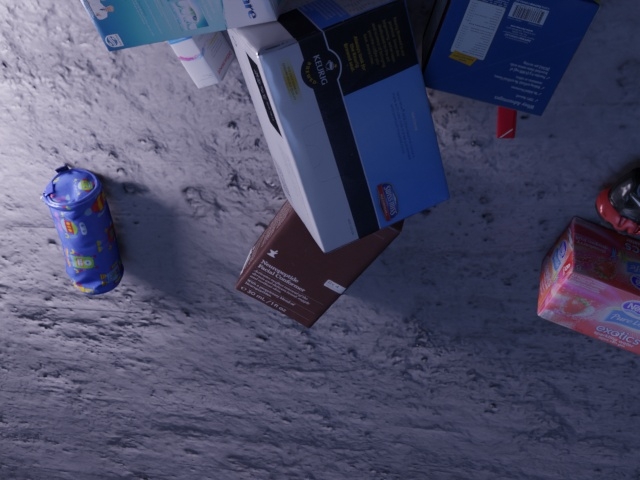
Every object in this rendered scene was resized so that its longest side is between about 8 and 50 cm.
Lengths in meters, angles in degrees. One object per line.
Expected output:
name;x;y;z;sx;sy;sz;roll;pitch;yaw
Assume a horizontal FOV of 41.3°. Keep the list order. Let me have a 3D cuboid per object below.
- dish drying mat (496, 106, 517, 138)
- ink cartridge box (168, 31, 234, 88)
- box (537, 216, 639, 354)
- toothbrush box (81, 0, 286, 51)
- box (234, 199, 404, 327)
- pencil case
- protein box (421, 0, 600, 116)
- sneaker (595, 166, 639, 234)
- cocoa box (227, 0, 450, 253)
dish drying mat;0.320;-0.209;1.458;0.032;0.008;0.083;6;136;15
ink cartridge box;-0.207;-0.336;1.454;0.052;0.089;0.122;-12;129;29
box;0.572;0.100;1.578;0.299;0.154;0.142;21;137;-1
toothbrush box;-0.186;-0.414;1.278;0.295;0.216;0.126;-6;132;23
box;0.000;0.000;1.691;0.191;0.143;0.381;29;134;-10
pencil case;-0.521;-0.016;1.866;0.133;0.119;0.306;-3;135;-1
protein box;0.270;-0.321;1.253;0.199;0.136;0.201;13;138;-4
sneaker;0.621;-0.047;1.451;0.276;0.098;0.135;21;139;0
cocoa box;0.029;-0.206;1.323;0.227;0.231;0.347;-23;123;-7
